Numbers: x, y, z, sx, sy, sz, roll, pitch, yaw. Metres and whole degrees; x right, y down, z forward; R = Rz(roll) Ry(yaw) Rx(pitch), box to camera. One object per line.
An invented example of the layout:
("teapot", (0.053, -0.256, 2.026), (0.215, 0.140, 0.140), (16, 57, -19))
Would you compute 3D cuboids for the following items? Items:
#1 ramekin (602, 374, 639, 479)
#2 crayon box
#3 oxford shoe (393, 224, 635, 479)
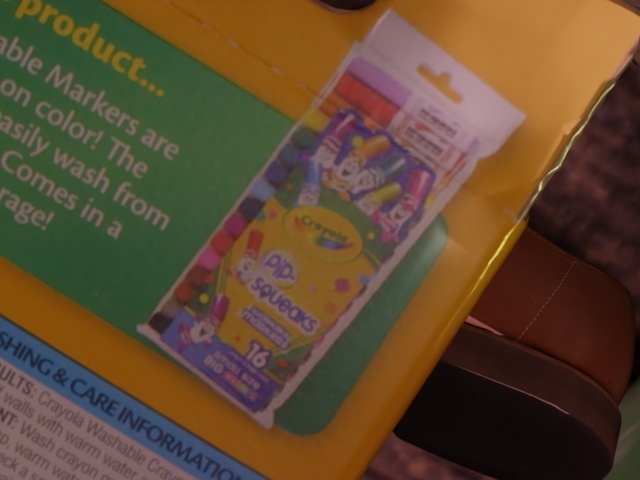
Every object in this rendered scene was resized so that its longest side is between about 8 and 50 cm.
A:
("ramekin", (0.171, 0.187, 0.534), (0.148, 0.303, 0.303), (14, 108, -22))
("crayon box", (-0.084, 0.020, 0.477), (0.203, 0.083, 0.323), (32, 109, -1))
("oxford shoe", (0.000, 0.000, 0.556), (0.212, 0.076, 0.076), (27, 148, -7))
